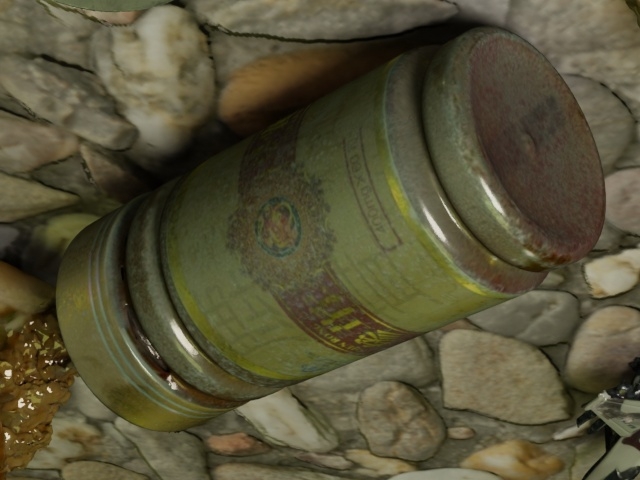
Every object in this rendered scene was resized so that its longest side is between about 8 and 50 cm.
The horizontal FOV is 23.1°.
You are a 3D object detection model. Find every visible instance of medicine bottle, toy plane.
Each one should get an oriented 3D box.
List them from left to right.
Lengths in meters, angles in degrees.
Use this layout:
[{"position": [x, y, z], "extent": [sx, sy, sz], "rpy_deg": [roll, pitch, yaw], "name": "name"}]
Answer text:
[{"position": [0.000, 0.000, 0.937], "extent": [0.322, 0.151, 0.151], "rpy_deg": [-25, 134, 36], "name": "medicine bottle"}, {"position": [0.252, 0.135, 1.170], "extent": [0.160, 0.082, 0.234], "rpy_deg": [8, 161, -20], "name": "toy plane"}]

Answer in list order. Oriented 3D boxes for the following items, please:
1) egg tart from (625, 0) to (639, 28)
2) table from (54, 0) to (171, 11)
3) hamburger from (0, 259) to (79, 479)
[{"position": [0.277, -0.103, 0.737], "extent": [0.279, 0.095, 0.279], "rpy_deg": [3, 169, 1], "name": "egg tart"}, {"position": [-0.114, -0.177, 0.797], "extent": [0.133, 0.043, 0.133], "rpy_deg": [4, 145, 3], "name": "table"}, {"position": [-0.303, 0.080, 1.108], "extent": [0.286, 0.146, 0.243], "rpy_deg": [-3, 138, 23], "name": "hamburger"}]
